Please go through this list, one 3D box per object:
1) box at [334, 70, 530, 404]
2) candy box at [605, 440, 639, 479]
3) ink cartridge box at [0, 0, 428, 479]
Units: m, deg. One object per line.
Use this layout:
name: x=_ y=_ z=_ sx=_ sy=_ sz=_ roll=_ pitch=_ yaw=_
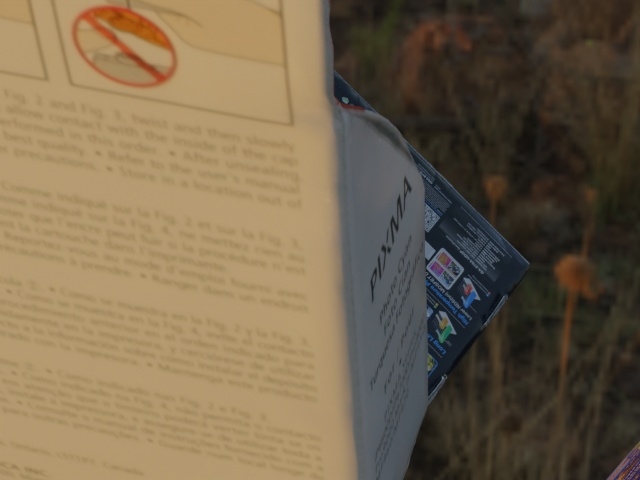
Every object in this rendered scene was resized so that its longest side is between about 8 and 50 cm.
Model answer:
box: x=0.000 y=0.000 z=1.087 sx=0.220 sy=0.051 sz=0.175 roll=44 pitch=51 yaw=-4
candy box: x=0.285 y=0.141 z=1.181 sx=0.122 sy=0.317 sz=0.268 roll=42 pitch=86 yaw=10
ink cartridge box: x=-0.124 y=-0.053 z=0.582 sx=0.308 sy=0.385 sz=0.091 roll=11 pitch=50 yaw=13
